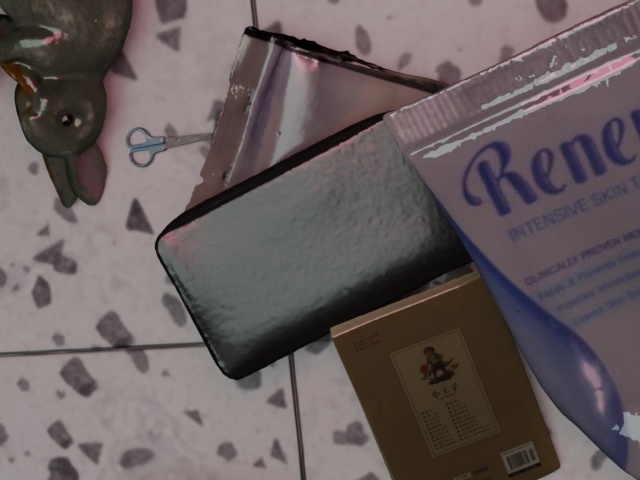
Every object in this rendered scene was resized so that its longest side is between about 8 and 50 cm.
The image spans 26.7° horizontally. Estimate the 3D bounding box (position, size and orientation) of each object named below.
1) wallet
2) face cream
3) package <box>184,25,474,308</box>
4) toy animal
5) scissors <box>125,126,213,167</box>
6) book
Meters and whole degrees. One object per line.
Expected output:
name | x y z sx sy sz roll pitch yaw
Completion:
wallet | 0.000 0.000 1.092 0.250 0.044 0.149 -29 100 5
face cream | 0.242 0.026 0.984 0.235 0.137 0.420 -24 118 14
package | 0.026 -0.051 1.132 0.251 0.062 0.203 18 102 -3
toy animal | -0.217 -0.141 1.145 0.138 0.108 0.236 -4 98 14
scissors | -0.131 -0.087 1.185 0.083 0.006 0.036 -9 95 15
book | 0.105 0.133 1.114 0.138 0.016 0.198 -21 111 2
